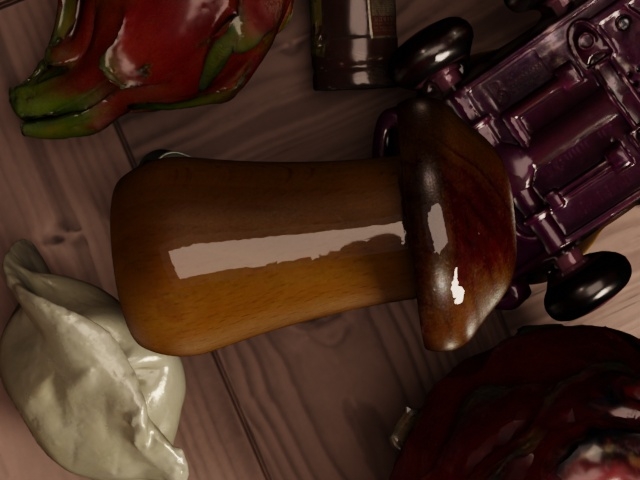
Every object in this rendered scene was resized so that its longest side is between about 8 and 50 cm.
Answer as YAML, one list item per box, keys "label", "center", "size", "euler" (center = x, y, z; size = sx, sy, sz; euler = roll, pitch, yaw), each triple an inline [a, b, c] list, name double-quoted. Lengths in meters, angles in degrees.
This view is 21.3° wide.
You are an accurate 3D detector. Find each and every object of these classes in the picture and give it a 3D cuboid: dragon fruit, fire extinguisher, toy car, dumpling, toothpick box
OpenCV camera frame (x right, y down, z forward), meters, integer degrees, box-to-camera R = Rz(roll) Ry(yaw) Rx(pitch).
- label: "dragon fruit"
  center: [-0.135, -0.197, 1.366]
  size: [0.269, 0.198, 0.200]
  euler: [-19, 61, 13]
- label: "fire extinguisher"
  center: [0.042, -0.253, 1.438]
  size: [0.106, 0.075, 0.252]
  euler: [-1, 93, 7]
- label: "toy car"
  center: [0.220, -0.103, 1.435]
  size: [0.340, 0.240, 0.271]
  euler: [-33, 89, 18]
- label: "dumpling"
  center: [-0.181, 0.109, 1.363]
  size: [0.132, 0.162, 0.250]
  euler: [-34, 94, -10]
- label: "toothpick box"
  center: [0.000, 0.000, 1.285]
  size: [0.294, 0.192, 0.192]
  euler: [-8, 96, 5]
- label: "dragon fruit"
  center: [0.209, 0.219, 1.378]
  size: [0.329, 0.329, 0.329]
  euler: [-1, 94, -14]

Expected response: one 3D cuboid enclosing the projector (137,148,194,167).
- label: "projector"
  center: [-0.117, -0.027, 1.412]
  size: [0.083, 0.082, 0.083]
  euler: [26, 87, -14]
